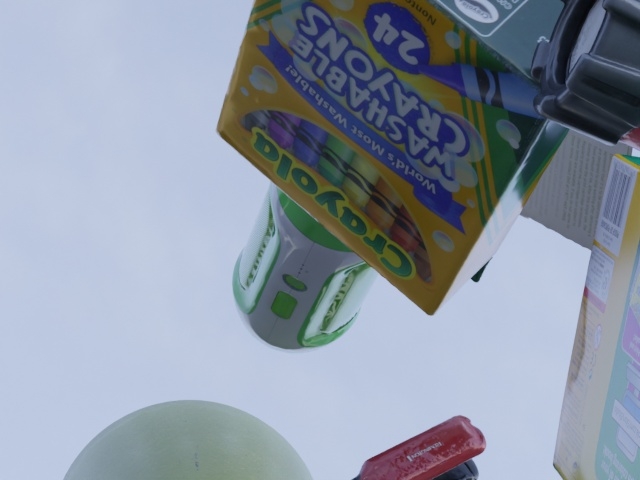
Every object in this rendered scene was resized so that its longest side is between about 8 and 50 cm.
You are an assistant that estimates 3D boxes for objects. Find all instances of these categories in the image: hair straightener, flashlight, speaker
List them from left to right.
[{"bbox_3d":[0.000,0.000,1.667,0.131,0.131,0.296,19,-24,-3],"label":"speaker"},{"bbox_3d":[0.026,0.217,1.479,0.047,0.230,0.089,46,-29,30],"label":"hair straightener"},{"bbox_3d":[0.267,-0.060,1.040,0.304,0.103,0.103,20,2,-11],"label":"flashlight"}]

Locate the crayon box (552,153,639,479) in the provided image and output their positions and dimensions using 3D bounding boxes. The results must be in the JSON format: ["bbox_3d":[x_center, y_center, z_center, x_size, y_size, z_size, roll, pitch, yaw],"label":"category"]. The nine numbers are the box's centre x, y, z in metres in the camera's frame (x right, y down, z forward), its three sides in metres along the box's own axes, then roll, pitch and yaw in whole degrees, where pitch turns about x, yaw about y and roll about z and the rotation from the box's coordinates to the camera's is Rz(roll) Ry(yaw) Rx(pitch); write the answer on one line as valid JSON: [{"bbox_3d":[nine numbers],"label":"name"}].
[{"bbox_3d":[0.180,0.064,0.845,0.081,0.278,0.165,9,-81,-7],"label":"crayon box"}]

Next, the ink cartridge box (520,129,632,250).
[{"bbox_3d":[0.187,-0.105,1.383,0.255,0.097,0.189,32,-45,35],"label":"ink cartridge box"}]

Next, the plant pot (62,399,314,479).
[{"bbox_3d":[-0.111,0.298,1.772,0.275,0.275,0.293,24,-2,-8],"label":"plant pot"}]

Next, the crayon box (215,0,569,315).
[{"bbox_3d":[0.046,-0.085,1.239,0.203,0.083,0.323,40,-29,11],"label":"crayon box"}]
